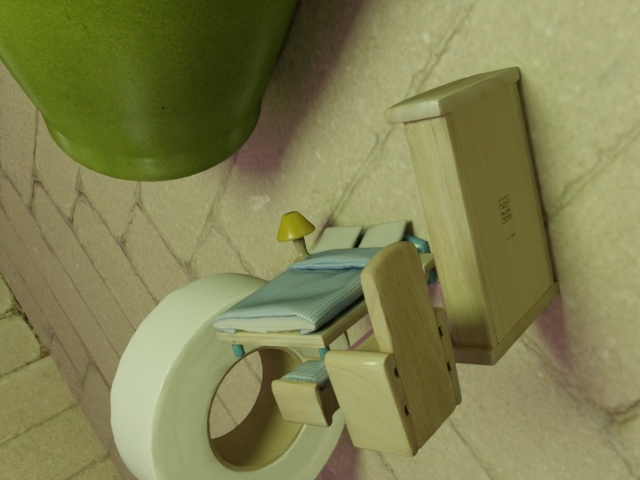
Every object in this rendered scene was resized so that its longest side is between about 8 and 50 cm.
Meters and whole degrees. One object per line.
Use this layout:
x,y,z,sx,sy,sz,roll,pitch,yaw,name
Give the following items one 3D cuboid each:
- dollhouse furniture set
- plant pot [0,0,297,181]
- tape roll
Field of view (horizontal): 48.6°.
0.000,0.000,0.602,0.303,0.286,0.198,-4,107,40,dollhouse furniture set
-0.168,-0.252,0.655,0.366,0.366,0.353,47,153,23,plant pot
-0.095,0.184,0.838,0.100,0.286,0.286,12,119,48,tape roll
